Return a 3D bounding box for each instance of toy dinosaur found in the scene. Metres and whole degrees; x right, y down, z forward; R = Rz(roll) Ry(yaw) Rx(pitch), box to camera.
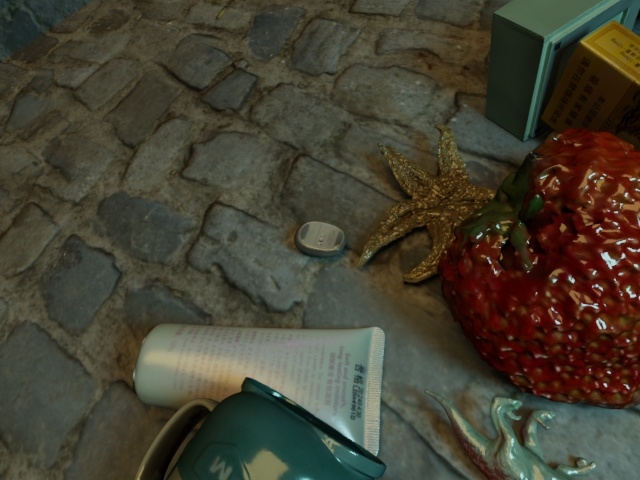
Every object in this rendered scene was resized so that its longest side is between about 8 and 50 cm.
[{"bbox_3d":[0.228,0.271,0.552,0.242,0.053,0.167,20,70,17],"label":"toy dinosaur"}]

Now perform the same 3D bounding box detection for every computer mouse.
[{"bbox_3d":[0.000,0.001,0.816,0.096,0.039,0.066,13,61,14],"label":"computer mouse"}]

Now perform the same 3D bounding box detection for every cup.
[{"bbox_3d":[-0.097,0.301,0.508,0.289,0.219,0.258,19,71,39],"label":"cup"}]

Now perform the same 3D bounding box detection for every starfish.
[{"bbox_3d":[0.192,-0.073,0.800,0.299,0.060,0.303,-16,59,12],"label":"starfish"}]

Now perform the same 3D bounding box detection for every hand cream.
[{"bbox_3d":[-0.089,0.197,0.672,0.358,0.118,0.186,6,56,6],"label":"hand cream"}]

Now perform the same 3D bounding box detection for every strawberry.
[{"bbox_3d":[0.339,0.058,0.575,0.351,0.267,0.312,36,104,3],"label":"strawberry"}]

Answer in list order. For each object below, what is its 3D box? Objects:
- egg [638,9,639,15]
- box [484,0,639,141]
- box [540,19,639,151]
[{"bbox_3d":[0.658,-0.620,0.899,0.300,0.301,0.374,-20,53,1],"label":"egg"},{"bbox_3d":[0.426,-0.333,0.813,0.225,0.225,0.117,-34,55,-7],"label":"box"},{"bbox_3d":[0.483,-0.171,0.683,0.076,0.174,0.274,-34,67,-8],"label":"box"}]
